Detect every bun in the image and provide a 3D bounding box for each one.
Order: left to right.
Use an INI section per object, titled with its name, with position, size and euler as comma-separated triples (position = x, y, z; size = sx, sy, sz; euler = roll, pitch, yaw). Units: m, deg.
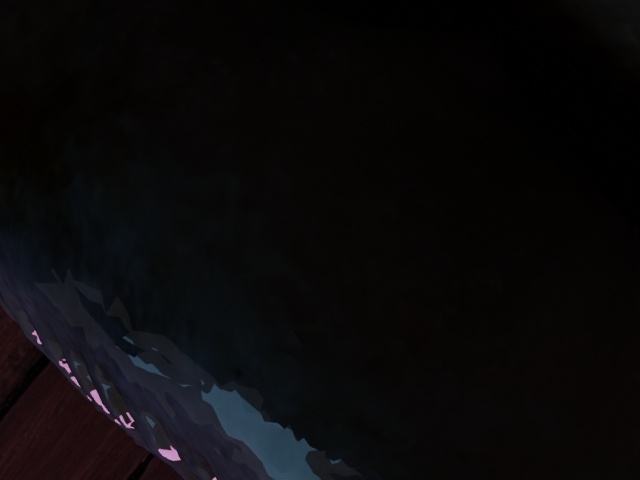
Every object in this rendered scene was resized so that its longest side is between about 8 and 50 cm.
[bun]
position = 0.002, 0.007, 0.799
size = 0.362, 0.211, 0.362
euler = 36, 176, 3
